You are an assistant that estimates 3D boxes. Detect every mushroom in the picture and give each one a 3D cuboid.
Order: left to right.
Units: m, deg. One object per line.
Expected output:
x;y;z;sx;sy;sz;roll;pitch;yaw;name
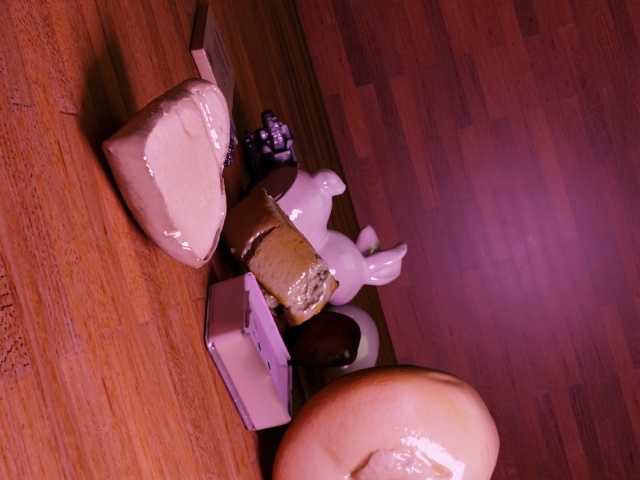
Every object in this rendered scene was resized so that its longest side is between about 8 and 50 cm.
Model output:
0.004;0.257;2.059;0.227;0.148;0.218;-52;145;-69;mushroom

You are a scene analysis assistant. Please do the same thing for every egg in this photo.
0.045;0.219;2.213;0.209;0.151;0.151;-80;154;-57;egg

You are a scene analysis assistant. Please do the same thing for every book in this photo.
-0.201;-0.337;2.041;0.231;0.026;0.161;-93;165;-58;book

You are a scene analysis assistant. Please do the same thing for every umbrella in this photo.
-0.170;-0.173;1.885;0.188;0.046;0.050;-101;176;-65;umbrella

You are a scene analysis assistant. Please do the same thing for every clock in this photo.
-0.102;0.164;1.584;0.147;0.071;0.192;-94;166;-54;clock

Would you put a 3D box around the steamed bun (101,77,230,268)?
-0.190;-0.100;1.342;0.231;0.110;0.212;71;31;-44;steamed bun

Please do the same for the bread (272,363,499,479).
0.104;0.323;1.689;0.376;0.347;0.253;26;52;-78;bread

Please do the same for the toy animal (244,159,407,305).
-0.006;0.004;2.017;0.310;0.247;0.183;48;-11;-22;toy animal

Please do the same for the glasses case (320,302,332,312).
0.008;0.124;2.437;0.267;0.067;0.103;63;12;-52;glasses case

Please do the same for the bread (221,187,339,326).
-0.069;0.033;1.706;0.186;0.124;0.257;55;-4;-26;bread

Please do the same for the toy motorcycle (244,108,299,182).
-0.089;-0.159;2.136;0.270;0.106;0.159;130;-58;-81;toy motorcycle
